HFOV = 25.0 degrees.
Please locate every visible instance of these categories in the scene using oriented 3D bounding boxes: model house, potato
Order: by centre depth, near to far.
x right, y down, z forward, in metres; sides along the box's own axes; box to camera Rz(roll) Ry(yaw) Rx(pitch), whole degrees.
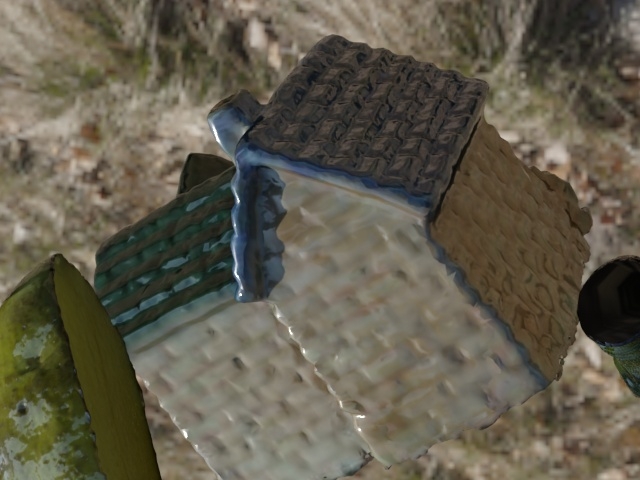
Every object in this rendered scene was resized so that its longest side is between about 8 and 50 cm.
[{"bbox_3d":[-0.204,0.157,1.135,0.111,0.272,0.160,-21,160,4],"label":"potato"},{"bbox_3d":[0.000,0.000,1.542,0.445,0.395,0.400,-31,107,30],"label":"model house"}]

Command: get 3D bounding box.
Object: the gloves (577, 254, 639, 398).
[{"bbox_3d":[0.285,0.076,1.114,0.135,0.107,0.268,-40,153,22],"label":"gloves"}]
